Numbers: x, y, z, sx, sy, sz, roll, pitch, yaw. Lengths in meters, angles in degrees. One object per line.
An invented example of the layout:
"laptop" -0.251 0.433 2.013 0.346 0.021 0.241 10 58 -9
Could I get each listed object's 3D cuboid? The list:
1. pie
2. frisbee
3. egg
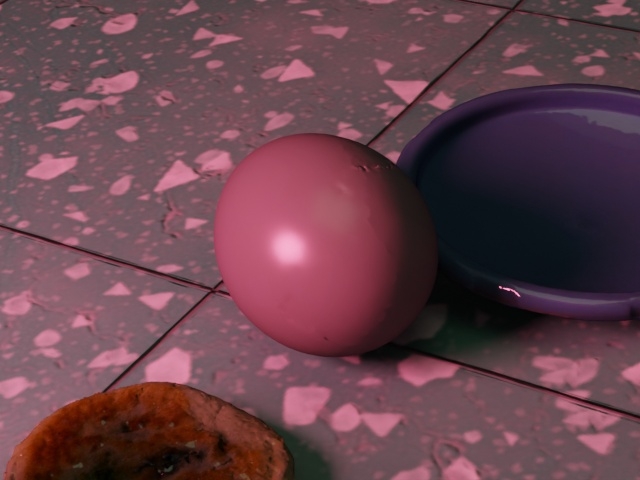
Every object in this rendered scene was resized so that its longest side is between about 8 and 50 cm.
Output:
"pie" -0.109 0.150 1.010 0.186 0.041 0.187 -4 33 2
"frisbee" 0.196 -0.024 1.211 0.289 0.049 0.289 -1 38 1
"egg" 0.000 0.000 1.121 0.146 0.146 0.199 -18 33 -17
